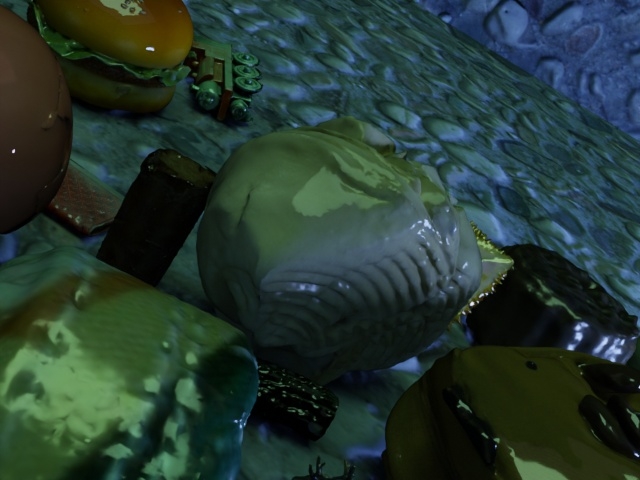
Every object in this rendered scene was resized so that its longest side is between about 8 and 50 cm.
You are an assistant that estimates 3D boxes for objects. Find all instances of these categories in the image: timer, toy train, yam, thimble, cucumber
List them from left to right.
[{"bbox_3d":[-0.337,-0.107,0.831,0.215,0.229,0.229,5,35,-39],"label":"timer"},{"bbox_3d":[-0.158,0.138,0.554,0.167,0.254,0.288,28,-1,-11],"label":"thimble"},{"bbox_3d":[-0.165,-0.021,0.953,0.079,0.141,0.079,26,26,-13],"label":"yam"},{"bbox_3d":[-0.153,-0.244,1.456,0.118,0.074,0.176,12,34,-13],"label":"toy train"},{"bbox_3d":[-0.073,0.131,0.869,0.187,0.058,0.058,22,27,-16],"label":"cucumber"}]

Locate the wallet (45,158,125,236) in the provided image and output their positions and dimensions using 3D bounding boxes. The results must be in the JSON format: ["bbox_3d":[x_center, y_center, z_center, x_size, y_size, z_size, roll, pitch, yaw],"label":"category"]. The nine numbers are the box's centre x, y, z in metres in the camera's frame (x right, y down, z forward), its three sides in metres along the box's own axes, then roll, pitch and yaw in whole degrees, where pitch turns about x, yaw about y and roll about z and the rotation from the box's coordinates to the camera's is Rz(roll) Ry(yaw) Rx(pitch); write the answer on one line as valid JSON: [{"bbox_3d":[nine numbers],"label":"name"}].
[{"bbox_3d":[-0.300,-0.071,1.043,0.197,0.020,0.103,34,25,8],"label":"wallet"}]

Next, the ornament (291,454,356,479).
[{"bbox_3d":[-0.001,0.216,0.713,0.073,0.125,0.028,38,24,21],"label":"ornament"}]

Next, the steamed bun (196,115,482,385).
[{"bbox_3d":[0.001,-0.002,0.928,0.289,0.276,0.203,-2,49,-33],"label":"steamed bun"}]

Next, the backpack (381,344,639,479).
[{"bbox_3d":[0.245,0.230,0.857,0.378,0.201,0.353,16,25,-33],"label":"backpack"}]

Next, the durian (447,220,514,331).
[{"bbox_3d":[0.081,0.032,1.131,0.250,0.183,0.138,21,-8,-13],"label":"durian"}]

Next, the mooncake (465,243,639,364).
[{"bbox_3d":[0.305,0.100,1.240,0.228,0.124,0.228,24,25,-12],"label":"mooncake"}]

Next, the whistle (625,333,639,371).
[{"bbox_3d":[0.493,0.196,1.292,0.085,0.105,0.227,61,3,-36],"label":"whistle"}]

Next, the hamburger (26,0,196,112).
[{"bbox_3d":[-0.279,-0.292,1.292,0.246,0.170,0.246,23,24,-11],"label":"hamburger"}]
